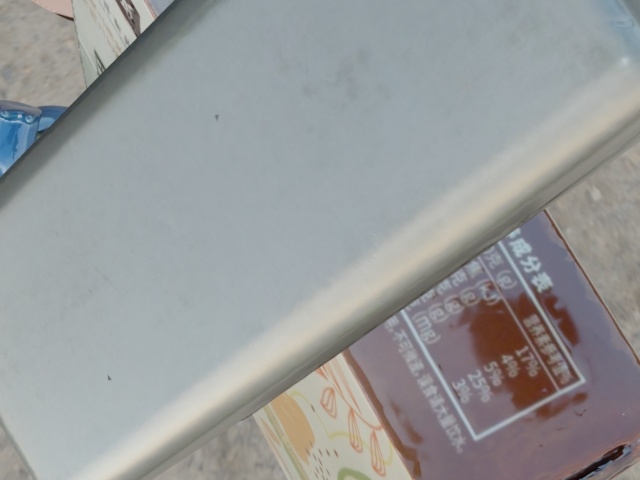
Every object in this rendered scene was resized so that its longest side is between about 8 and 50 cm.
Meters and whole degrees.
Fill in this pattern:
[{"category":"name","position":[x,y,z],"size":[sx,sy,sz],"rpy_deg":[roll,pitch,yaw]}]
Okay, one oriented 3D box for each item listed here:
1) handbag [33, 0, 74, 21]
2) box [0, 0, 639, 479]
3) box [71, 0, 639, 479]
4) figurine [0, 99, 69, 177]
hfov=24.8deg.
[{"category":"handbag","position":[-0.132,-0.231,1.039],"size":[0.205,0.179,0.116],"rpy_deg":[11,64,-2]},{"category":"box","position":[-0.014,-0.018,0.406],"size":[0.243,0.055,0.103],"rpy_deg":[-38,81,34]},{"category":"box","position":[0.000,0.000,0.803],"size":[0.122,0.344,0.385],"rpy_deg":[-26,75,-13]},{"category":"figurine","position":[-0.384,-0.044,1.515],"size":[0.416,0.298,0.243],"rpy_deg":[-39,135,-23]}]
